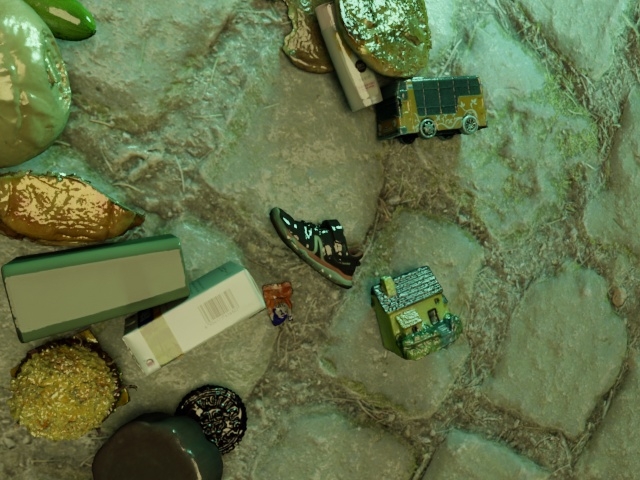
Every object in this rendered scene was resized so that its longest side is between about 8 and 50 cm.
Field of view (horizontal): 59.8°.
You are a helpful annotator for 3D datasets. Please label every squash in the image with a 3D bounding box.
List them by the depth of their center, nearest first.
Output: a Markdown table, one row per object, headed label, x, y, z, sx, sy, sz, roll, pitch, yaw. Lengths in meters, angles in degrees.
| label | x | y | z | sx | sy | sz | roll | pitch | yaw |
| --- | --- | --- | --- | --- | --- | --- | --- | --- | --- |
| squash | -0.665 | -0.514 | 1.156 | 0.394 | 0.107 | 0.107 | 15 | 89 | -17 |

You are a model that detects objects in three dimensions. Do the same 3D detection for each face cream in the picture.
| label | x | y | z | sx | sy | sz | roll | pitch | yaw |
| --- | --- | --- | --- | --- | --- | --- | --- | --- | --- |
| face cream | 0.073 | -0.465 | 1.398 | 0.107 | 0.073 | 0.270 | -26 | 102 | -25 |

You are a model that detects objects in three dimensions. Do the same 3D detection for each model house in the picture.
| label | x | y | z | sx | sy | sz | roll | pitch | yaw |
| --- | --- | --- | --- | --- | --- | --- | --- | --- | --- |
| model house | 0.254 | 0.178 | 1.491 | 0.193 | 0.170 | 0.212 | -20 | 100 | -14 |

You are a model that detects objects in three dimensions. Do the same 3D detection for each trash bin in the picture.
| label | x | y | z | sx | sy | sz | roll | pitch | yaw |
| --- | --- | --- | --- | --- | --- | --- | --- | --- | --- |
| trash bin | -0.475 | 0.090 | 1.216 | 0.343 | 0.223 | 0.159 | -11 | 98 | -20 |

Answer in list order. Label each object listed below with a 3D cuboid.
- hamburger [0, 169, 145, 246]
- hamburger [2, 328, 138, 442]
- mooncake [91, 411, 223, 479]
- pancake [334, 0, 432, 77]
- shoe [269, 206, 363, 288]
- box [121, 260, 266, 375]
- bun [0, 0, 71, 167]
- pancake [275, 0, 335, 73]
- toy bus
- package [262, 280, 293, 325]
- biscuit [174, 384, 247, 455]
| label | x | y | z | sx | sy | sz | roll | pitch | yaw |
| --- | --- | --- | --- | --- | --- | --- | --- | --- | --- |
| hamburger | -0.564 | -0.071 | 1.202 | 0.245 | 0.155 | 0.282 | -43 | 111 | -7 |
| hamburger | -0.559 | 0.335 | 1.244 | 0.261 | 0.138 | 0.243 | -32 | 103 | -13 |
| mooncake | -0.362 | 0.544 | 1.270 | 0.305 | 0.154 | 0.306 | -1 | 87 | 12 |
| pancake | 0.166 | -0.571 | 1.395 | 0.355 | 0.065 | 0.357 | 10 | 73 | -35 |
| shoe | 0.000 | 0.000 | 1.417 | 0.291 | 0.114 | 0.137 | 39 | 87 | -20 |
| box | -0.295 | 0.167 | 1.287 | 0.299 | 0.200 | 0.107 | -28 | 101 | -14 |
| bun | -0.681 | -0.308 | 1.079 | 0.363 | 0.202 | 0.365 | -3 | 111 | -8 |
| pancake | -0.021 | -0.576 | 1.409 | 0.285 | 0.033 | 0.289 | 16 | 89 | -20 |
| toy bus | 0.290 | -0.348 | 1.478 | 0.275 | 0.138 | 0.167 | -10 | 96 | -19 |
| package | -0.104 | 0.163 | 1.441 | 0.077 | 0.033 | 0.111 | -13 | 85 | 6 |
| biscuit | -0.276 | 0.455 | 1.395 | 0.194 | 0.053 | 0.195 | -1 | 94 | -18 |
